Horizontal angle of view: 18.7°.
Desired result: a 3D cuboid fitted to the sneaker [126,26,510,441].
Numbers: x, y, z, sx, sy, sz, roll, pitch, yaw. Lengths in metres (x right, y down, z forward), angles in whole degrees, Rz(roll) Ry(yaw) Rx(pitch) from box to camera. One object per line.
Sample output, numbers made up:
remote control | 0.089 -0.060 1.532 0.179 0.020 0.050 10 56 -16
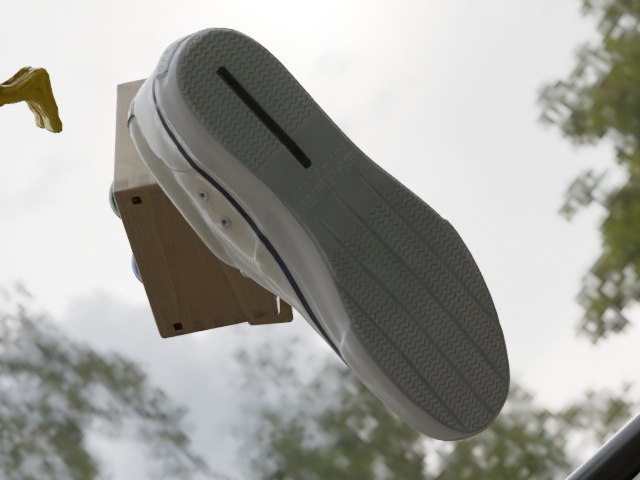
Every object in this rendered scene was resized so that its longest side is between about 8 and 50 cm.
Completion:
sneaker | 0.000 0.000 1.028 0.094 0.258 0.091 -40 6 -29

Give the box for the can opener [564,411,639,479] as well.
can opener | 0.160 0.221 1.347 0.283 0.076 0.095 -43 -10 5

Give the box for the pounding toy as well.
pounding toy | -0.082 -0.013 1.342 0.094 0.181 0.206 -11 -52 4

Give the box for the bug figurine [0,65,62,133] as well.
bug figurine | -0.169 -0.159 0.666 0.072 0.216 0.279 -19 -84 -13
